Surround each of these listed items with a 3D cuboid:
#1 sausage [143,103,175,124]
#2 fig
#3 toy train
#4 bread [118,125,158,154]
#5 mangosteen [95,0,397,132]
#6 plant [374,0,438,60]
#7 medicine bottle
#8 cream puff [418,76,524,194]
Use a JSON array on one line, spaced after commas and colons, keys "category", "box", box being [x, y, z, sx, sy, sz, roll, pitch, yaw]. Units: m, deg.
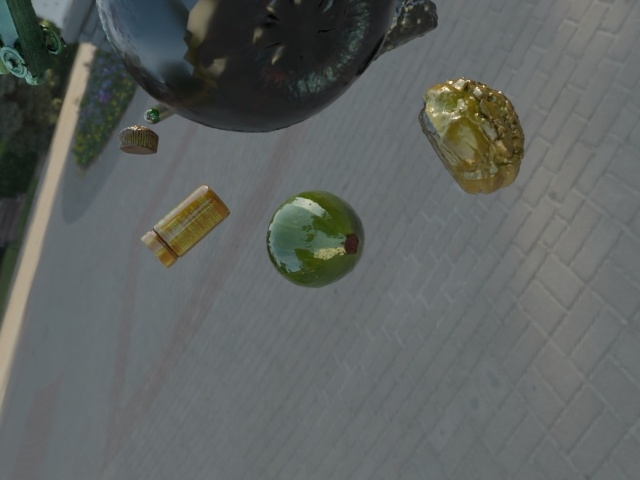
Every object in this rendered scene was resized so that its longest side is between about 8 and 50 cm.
[{"category": "sausage", "box": [-0.303, -0.270, 1.453, 0.033, 0.032, 0.269, -62, 2, 21]}, {"category": "fig", "box": [0.000, 0.000, 2.091, 0.316, 0.316, 0.316, -42, 38, 46]}, {"category": "toy train", "box": [-0.622, -0.457, 1.409, 0.126, 0.189, 0.308, -44, -33, -34]}, {"category": "bread", "box": [-0.382, -0.213, 1.505, 0.085, 0.085, 0.053, -12, 74, 61]}, {"category": "mangosteen", "box": [-0.079, -0.255, 0.692, 0.300, 0.300, 0.300, -42, 38, 46]}, {"category": "plant", "box": [0.100, -0.485, 1.521, 0.276, 0.188, 0.199, -15, 96, 24]}, {"category": "medicine bottle", "box": [-0.305, -0.034, 1.625, 0.192, 0.096, 0.096, -42, 25, -8]}, {"category": "cream puff", "box": [0.227, -0.159, 1.048, 0.129, 0.189, 0.189, -29, 38, 8]}]
